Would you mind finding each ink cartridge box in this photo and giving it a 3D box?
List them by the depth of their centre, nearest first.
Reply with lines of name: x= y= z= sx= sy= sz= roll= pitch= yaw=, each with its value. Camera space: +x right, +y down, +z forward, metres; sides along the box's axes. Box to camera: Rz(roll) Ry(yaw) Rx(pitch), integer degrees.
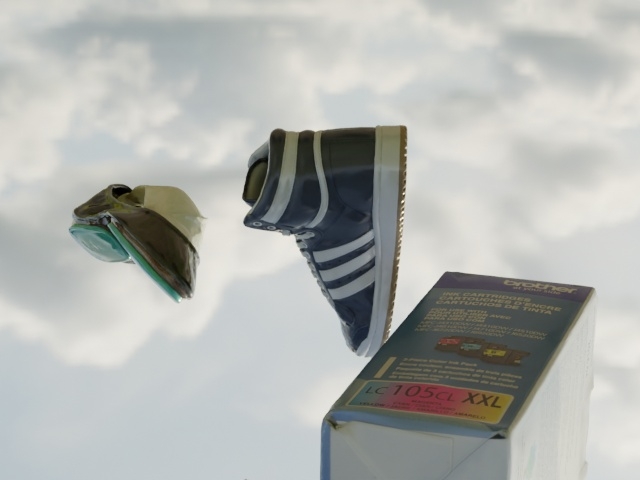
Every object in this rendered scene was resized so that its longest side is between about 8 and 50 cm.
ink cartridge box: x=0.131 y=0.195 z=1.482 sx=0.151 sy=0.270 sz=0.395 roll=8 pitch=-160 yaw=20

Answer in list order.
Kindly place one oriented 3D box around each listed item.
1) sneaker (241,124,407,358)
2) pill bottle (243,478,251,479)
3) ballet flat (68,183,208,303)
sneaker: x=0.000 y=0.000 z=1.722 sx=0.153 sy=0.282 sz=0.099 roll=2 pitch=-137 yaw=-2
pill bottle: x=-0.103 y=0.471 z=2.350 sx=0.161 sy=0.283 sz=0.161 roll=27 pitch=173 yaw=3
ballet flat: x=-0.177 y=-0.014 z=1.809 sx=0.096 sy=0.095 sz=0.280 roll=-46 pitch=-152 yaw=-11
